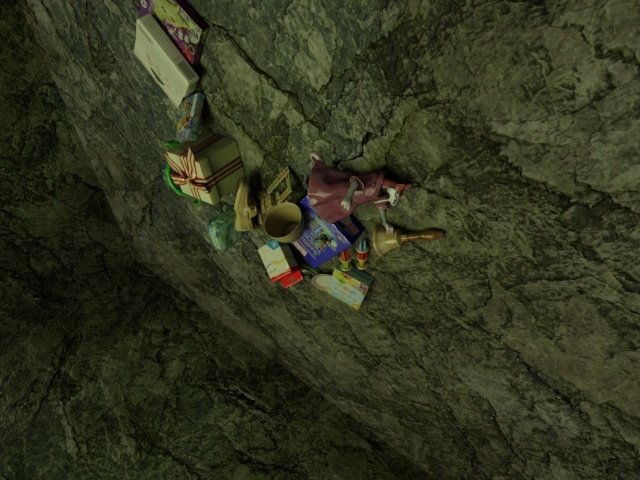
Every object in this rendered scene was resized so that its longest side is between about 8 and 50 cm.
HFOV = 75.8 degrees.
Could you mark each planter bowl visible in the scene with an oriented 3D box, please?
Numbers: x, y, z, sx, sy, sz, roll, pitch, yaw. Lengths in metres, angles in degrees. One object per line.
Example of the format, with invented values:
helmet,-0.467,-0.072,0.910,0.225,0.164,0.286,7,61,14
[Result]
planter bowl,-0.131,-0.056,1.640,0.162,0.162,0.109,21,162,31

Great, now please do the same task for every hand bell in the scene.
hand bell,0.323,-0.012,1.476,0.242,0.126,0.126,-7,121,36

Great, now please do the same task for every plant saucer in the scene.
plant saucer,-0.260,-0.123,1.998,0.278,0.041,0.277,28,142,24

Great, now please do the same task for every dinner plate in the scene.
dinner plate,0.028,0.202,2.009,0.141,0.017,0.141,6,139,5

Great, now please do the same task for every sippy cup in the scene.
sippy cup,-0.690,-0.340,2.079,0.224,0.240,0.305,12,95,53

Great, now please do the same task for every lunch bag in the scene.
lunch bag,-0.472,-0.062,2.117,0.090,0.219,0.176,22,139,31

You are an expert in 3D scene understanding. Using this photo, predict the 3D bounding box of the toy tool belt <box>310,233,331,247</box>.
toy tool belt,0.000,0.000,1.633,0.051,0.052,0.083,47,144,-20

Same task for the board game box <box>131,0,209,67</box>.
board game box,-0.580,-0.865,1.574,0.347,0.056,0.208,47,149,-2

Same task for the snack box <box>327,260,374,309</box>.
snack box,0.134,0.206,1.883,0.175,0.070,0.207,29,143,12

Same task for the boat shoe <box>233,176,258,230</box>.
boat shoe,-0.345,-0.165,1.927,0.110,0.121,0.341,6,146,-8

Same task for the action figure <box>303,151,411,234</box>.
action figure,0.142,-0.179,1.458,0.370,0.275,0.248,-7,152,28

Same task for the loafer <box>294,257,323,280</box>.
loafer,-0.112,0.154,2.083,0.268,0.084,0.096,22,139,29

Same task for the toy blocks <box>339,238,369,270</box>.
toy blocks,0.140,0.057,1.714,0.123,0.054,0.148,-5,132,0

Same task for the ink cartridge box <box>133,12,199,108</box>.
ink cartridge box,-0.646,-0.733,1.708,0.296,0.066,0.261,53,156,-14

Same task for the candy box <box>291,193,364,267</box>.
candy box,-0.010,-0.056,1.736,0.268,0.122,0.317,49,143,-5

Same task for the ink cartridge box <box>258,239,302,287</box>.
ink cartridge box,-0.198,0.116,2.037,0.134,0.078,0.231,-30,80,29

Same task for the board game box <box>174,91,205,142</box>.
board game box,-0.570,-0.535,1.791,0.136,0.035,0.201,6,85,43

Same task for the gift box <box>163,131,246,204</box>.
gift box,-0.532,-0.344,1.862,0.255,0.258,0.276,17,137,33

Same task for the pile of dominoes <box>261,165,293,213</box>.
pile of dominoes,-0.191,-0.180,1.770,0.251,0.040,0.195,-35,59,55
